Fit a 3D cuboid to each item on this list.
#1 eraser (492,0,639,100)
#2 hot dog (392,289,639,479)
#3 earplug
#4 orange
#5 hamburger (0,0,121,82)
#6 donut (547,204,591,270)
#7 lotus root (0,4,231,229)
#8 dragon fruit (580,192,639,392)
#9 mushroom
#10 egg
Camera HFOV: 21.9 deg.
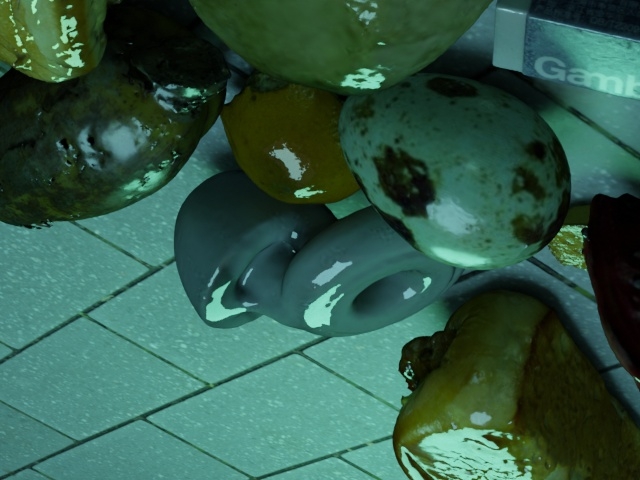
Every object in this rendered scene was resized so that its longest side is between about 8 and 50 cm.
[{"bbox_3d":[0.253,-0.163,1.395,0.212,0.046,0.092,14,152,13],"label":"eraser"},{"bbox_3d":[0.217,0.221,1.960,0.223,0.185,0.405,-2,145,34],"label":"hot dog"},{"bbox_3d":[-0.002,0.012,1.775,0.326,0.175,0.214,2,156,14],"label":"earplug"},{"bbox_3d":[-0.022,-0.095,1.649,0.170,0.112,0.160,6,151,3],"label":"orange"},{"bbox_3d":[-0.304,-0.281,1.423,0.284,0.174,0.304,20,153,6],"label":"hamburger"},{"bbox_3d":[0.286,0.000,1.671,0.108,0.043,0.097,19,153,6],"label":"donut"},{"bbox_3d":[-0.228,-0.118,1.651,0.179,0.196,0.397,30,150,-29],"label":"lotus root"},{"bbox_3d":[0.357,0.144,1.548,0.286,0.329,0.228,8,152,-3],"label":"dragon fruit"},{"bbox_3d":[-0.023,-0.223,1.280,0.292,0.212,0.217,13,-171,33],"label":"mushroom"},{"bbox_3d":[0.122,-0.069,1.526,0.231,0.169,0.169,33,152,2],"label":"egg"}]
